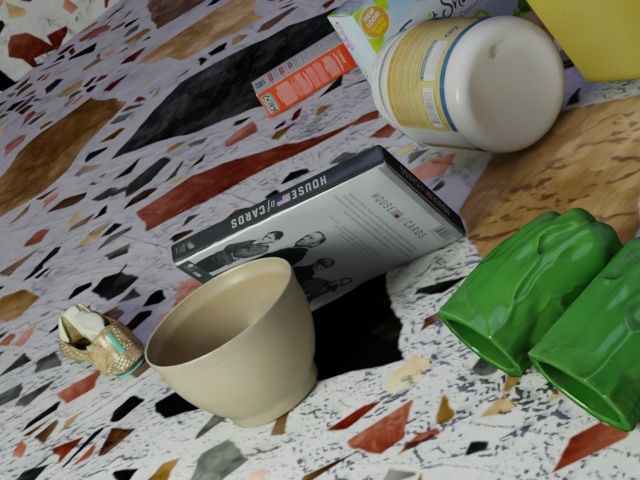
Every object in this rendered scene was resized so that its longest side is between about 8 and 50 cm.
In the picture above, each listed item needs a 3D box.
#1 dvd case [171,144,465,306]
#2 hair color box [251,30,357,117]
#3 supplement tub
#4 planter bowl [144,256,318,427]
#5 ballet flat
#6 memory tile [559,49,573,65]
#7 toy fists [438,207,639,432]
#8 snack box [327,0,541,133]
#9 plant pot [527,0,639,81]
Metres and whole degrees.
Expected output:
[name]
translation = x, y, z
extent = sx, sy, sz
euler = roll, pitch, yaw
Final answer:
[dvd case]
translation = 0.000, 0.000, 1.684
extent = 0.238, 0.179, 0.029
euler = -26, 57, 19
[hair color box]
translation = -0.024, -0.232, 2.379
extent = 0.141, 0.043, 0.072
euler = -30, 21, 4
[supplement tub]
translation = 0.155, -0.171, 1.853
extent = 0.144, 0.144, 0.199
euler = -40, 23, -18
[planter bowl]
translation = -0.069, 0.107, 1.616
extent = 0.162, 0.109, 0.162
euler = -29, 21, 13
[ballet flat]
translation = -0.260, 0.104, 1.953
extent = 0.073, 0.067, 0.206
euler = -42, 22, -20
[memory tile]
translation = 0.341, -0.236, 1.913
extent = 0.148, 0.012, 0.113
euler = -5, 35, 51
[toy fists]
translation = 0.215, 0.056, 1.352
extent = 0.142, 0.096, 0.279
euler = -47, 25, -9
[snack box]
translation = 0.138, -0.253, 2.014
extent = 0.207, 0.174, 0.070
euler = -40, 21, -20
[plant pot]
translation = 0.329, -0.287, 1.779
extent = 0.187, 0.212, 0.212
euler = -27, 25, 35
